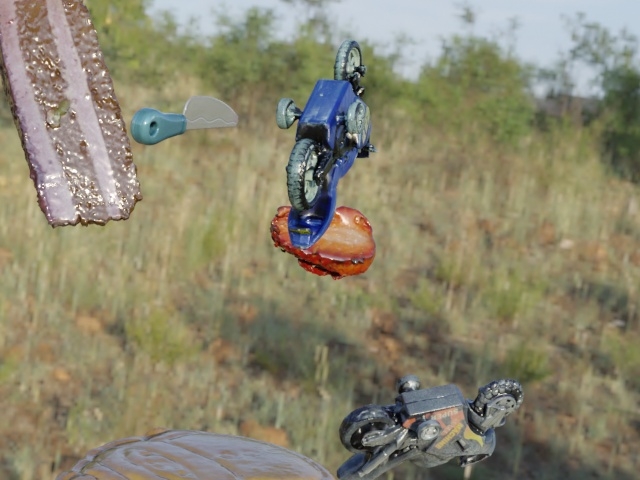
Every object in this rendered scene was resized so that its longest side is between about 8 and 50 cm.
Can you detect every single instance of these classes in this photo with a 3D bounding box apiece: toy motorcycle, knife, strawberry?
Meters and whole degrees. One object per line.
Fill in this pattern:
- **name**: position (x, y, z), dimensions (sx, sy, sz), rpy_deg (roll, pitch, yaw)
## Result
- **toy motorcycle**: position (0.174, 0.302, 1.857), dimensions (0.307, 0.173, 0.108), rpy_deg (-10, 43, -10)
- **toy motorcycle**: position (0.014, -0.129, 1.592), dimensions (0.113, 0.169, 0.315), rpy_deg (7, 47, 18)
- **knife**: position (-0.184, -0.175, 1.659), dimensions (0.032, 0.058, 0.244), rpy_deg (10, 17, 29)
- **strawberry**: position (0.000, 0.000, 1.918), dimensions (0.188, 0.121, 0.082), rpy_deg (12, -37, -16)

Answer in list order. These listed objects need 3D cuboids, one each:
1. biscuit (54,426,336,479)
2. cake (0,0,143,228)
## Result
- **biscuit**: position (-0.139, 0.292, 1.412), dimensions (0.312, 0.057, 0.351), rpy_deg (10, 8, 35)
- **cake**: position (-0.290, -0.148, 1.326), dimensions (0.116, 0.295, 0.113), rpy_deg (-14, -15, -18)
